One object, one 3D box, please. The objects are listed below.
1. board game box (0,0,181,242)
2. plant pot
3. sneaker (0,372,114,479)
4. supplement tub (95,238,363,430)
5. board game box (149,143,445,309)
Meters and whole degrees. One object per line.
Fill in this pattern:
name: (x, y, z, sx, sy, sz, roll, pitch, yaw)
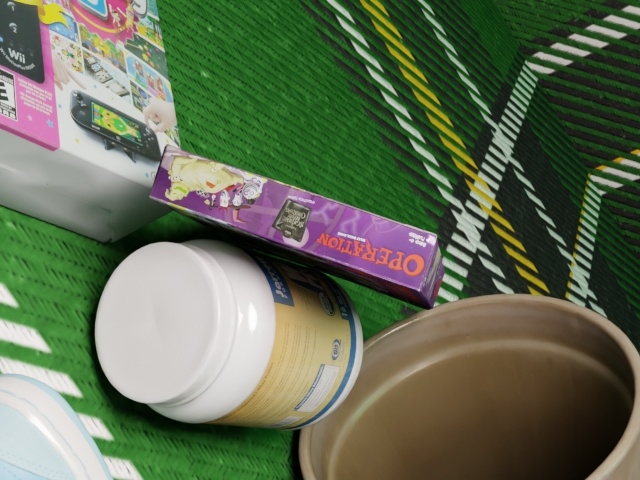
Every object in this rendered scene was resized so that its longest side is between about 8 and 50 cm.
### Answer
board game box: (-0.230, -0.174, 0.913, 0.224, 0.097, 0.303, 26, 45, -54)
plant pot: (0.172, 0.258, 1.086, 0.323, 0.323, 0.280, -72, 147, -55)
sneaker: (-0.164, 0.246, 0.635, 0.319, 0.127, 0.208, 54, 24, 1)
supplement tub: (-0.070, 0.078, 0.926, 0.199, 0.144, 0.144, 19, 51, -56)
board game box: (0.000, 0.000, 0.958, 0.347, 0.208, 0.056, 38, 67, -80)
